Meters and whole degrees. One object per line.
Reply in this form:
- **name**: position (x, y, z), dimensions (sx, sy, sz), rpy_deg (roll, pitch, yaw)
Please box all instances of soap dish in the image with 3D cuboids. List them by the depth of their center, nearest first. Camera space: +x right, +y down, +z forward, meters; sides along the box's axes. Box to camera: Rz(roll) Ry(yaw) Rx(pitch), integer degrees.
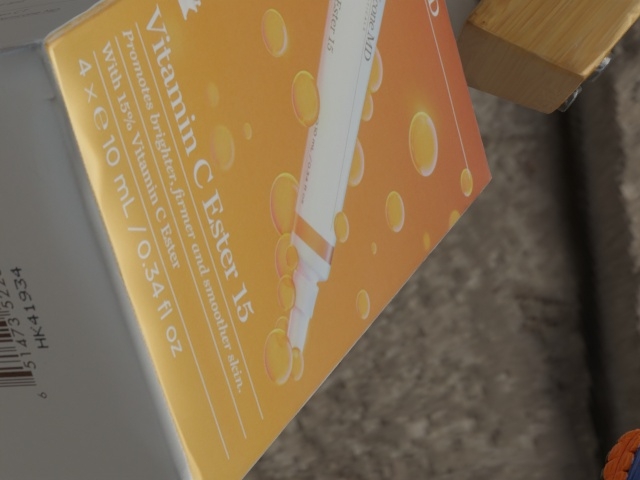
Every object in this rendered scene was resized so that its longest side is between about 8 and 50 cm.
- **soap dish**: position (0.204, -0.219, 1.225), dimensions (0.118, 0.229, 0.291), rpy_deg (41, 87, 3)

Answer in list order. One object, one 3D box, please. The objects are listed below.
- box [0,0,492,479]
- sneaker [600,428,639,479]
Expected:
- **box**: position (-0.074, -0.046, 0.871), dimensions (0.345, 0.168, 0.215), rpy_deg (-47, 126, -53)
- **sneaker**: position (0.178, 0.169, 0.857), dimensions (0.083, 0.087, 0.221), rpy_deg (40, 41, -29)
